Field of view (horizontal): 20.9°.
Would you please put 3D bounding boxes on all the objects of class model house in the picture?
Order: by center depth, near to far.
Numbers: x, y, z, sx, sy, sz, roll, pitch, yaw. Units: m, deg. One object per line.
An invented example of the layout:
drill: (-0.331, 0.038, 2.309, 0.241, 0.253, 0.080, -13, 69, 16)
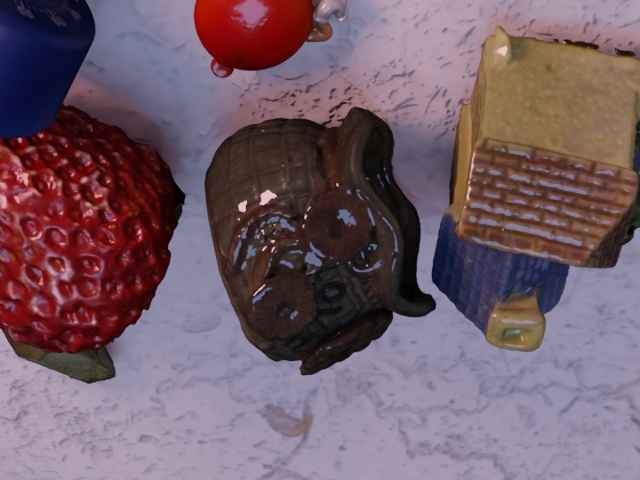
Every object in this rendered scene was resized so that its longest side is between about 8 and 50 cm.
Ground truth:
model house: (0.265, -0.033, 1.956, 0.261, 0.266, 0.321, 11, 140, 3)

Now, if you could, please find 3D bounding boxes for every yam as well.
yam: (-0.357, 0.109, 2.260, 0.106, 0.106, 0.259, -13, 129, 15)

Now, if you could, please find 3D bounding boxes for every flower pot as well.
flower pot: (0.000, 0.000, 1.999, 0.213, 0.302, 0.302, -16, 130, 10)

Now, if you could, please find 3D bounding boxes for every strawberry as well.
strawberry: (-0.321, -0.022, 2.005, 0.310, 0.291, 0.291, 20, 131, -15)

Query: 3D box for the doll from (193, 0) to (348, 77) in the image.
doll: (-0.057, -0.263, 1.906, 0.183, 0.085, 0.217, 15, 133, -14)

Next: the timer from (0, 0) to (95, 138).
timer: (-0.298, -0.326, 1.784, 0.270, 0.270, 0.383, 30, 113, -22)
